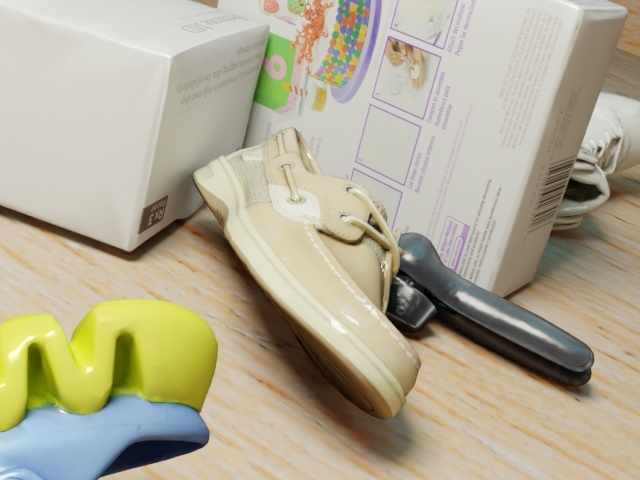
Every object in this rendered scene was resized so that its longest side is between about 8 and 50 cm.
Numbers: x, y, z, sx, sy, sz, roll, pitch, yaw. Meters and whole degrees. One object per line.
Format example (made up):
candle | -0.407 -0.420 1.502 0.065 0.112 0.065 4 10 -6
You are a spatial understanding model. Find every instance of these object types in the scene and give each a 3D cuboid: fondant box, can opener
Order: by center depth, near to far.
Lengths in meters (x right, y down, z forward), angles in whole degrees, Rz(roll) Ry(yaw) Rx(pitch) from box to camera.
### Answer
can opener | 0.106 0.052 0.699 0.186 0.073 0.059 26 -13 17
fondant box | 0.054 -0.128 0.821 0.330 0.238 0.096 29 28 29

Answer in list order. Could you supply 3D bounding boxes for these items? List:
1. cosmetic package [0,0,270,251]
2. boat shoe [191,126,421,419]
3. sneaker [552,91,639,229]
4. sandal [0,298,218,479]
cosmetic package | -0.259 -0.145 0.782 0.384 0.156 0.217 17 22 8
boat shoe | 0.000 0.000 0.638 0.098 0.109 0.302 -35 30 -3
sneaker | 0.258 -0.072 0.996 0.292 0.108 0.169 -7 32 -21
sandal | -0.169 0.113 0.324 0.317 0.126 0.138 -11 73 -24
